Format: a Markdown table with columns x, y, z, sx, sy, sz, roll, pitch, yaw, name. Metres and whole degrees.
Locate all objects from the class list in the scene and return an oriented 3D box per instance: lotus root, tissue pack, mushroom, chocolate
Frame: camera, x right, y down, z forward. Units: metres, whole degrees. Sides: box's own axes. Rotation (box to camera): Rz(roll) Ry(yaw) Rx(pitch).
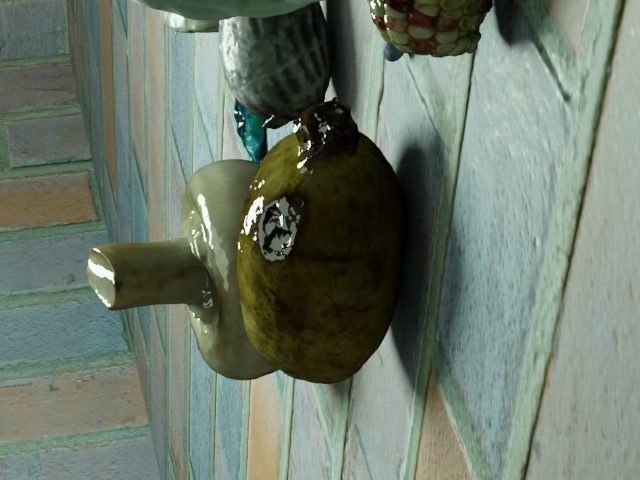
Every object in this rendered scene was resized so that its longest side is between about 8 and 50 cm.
| x | y | z | sx | sy | sz | roll | pitch | yaw | name |
| --- | --- | --- | --- | --- | --- | --- | --- | --- | --- |
| 0.000 | 0.000 | 1.391 | 0.145 | 0.128 | 0.260 | -95 | 8 | -45 | lotus root |
| -0.075 | -0.142 | 1.923 | 0.085 | 0.028 | 0.138 | -117 | 26 | -60 | tissue pack |
| -0.104 | 0.030 | 1.699 | 0.207 | 0.215 | 0.207 | 175 | 90 | -70 | mushroom |
| -0.044 | -0.219 | 1.540 | 0.110 | 0.110 | 0.248 | -137 | 40 | -72 | chocolate |

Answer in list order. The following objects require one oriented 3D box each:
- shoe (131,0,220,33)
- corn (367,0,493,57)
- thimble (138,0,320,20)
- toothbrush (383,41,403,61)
| x | y | z | sx | sy | sz | roll | pitch | yaw | name |
| --- | --- | --- | --- | --- | --- | --- | --- | --- | --- |
| -0.123 | -0.331 | 1.820 | 0.342 | 0.132 | 0.211 | -137 | 45 | -66 | shoe |
| 0.062 | -0.225 | 1.040 | 0.098 | 0.098 | 0.290 | -111 | 18 | -49 | corn |
| -0.054 | -0.262 | 1.300 | 0.237 | 0.237 | 0.150 | 105 | 159 | -61 | thimble |
| 0.063 | -0.213 | 1.223 | 0.269 | 0.021 | 0.027 | 97 | 168 | -50 | toothbrush |
